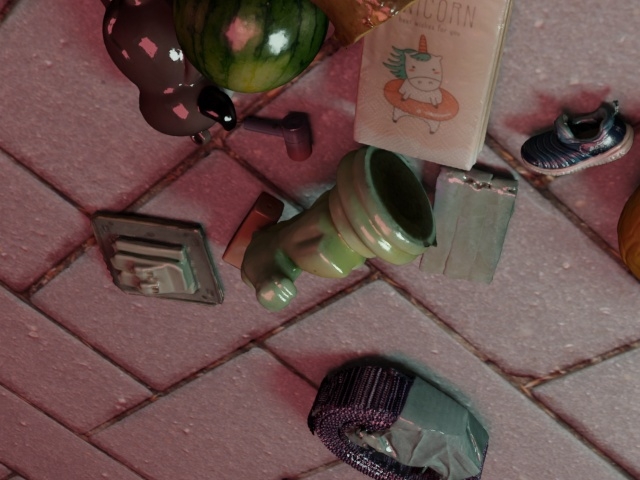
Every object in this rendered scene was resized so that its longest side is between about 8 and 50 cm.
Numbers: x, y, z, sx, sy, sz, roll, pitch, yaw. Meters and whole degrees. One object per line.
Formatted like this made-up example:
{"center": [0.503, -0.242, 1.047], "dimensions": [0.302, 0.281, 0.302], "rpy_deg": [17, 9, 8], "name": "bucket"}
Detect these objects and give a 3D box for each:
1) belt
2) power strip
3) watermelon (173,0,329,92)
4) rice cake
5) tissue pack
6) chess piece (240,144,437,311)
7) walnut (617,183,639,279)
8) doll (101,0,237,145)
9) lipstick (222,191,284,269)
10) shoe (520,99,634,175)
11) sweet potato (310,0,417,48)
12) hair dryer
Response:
{"center": [0.143, 0.340, 1.942], "dimensions": [0.325, 0.122, 0.260], "rpy_deg": [34, 143, -15], "name": "belt"}
{"center": [-0.279, 0.046, 1.845], "dimensions": [0.213, 0.064, 0.198], "rpy_deg": [5, 139, 17], "name": "power strip"}
{"center": [-0.078, -0.280, 1.305], "dimensions": [0.188, 0.188, 0.214], "rpy_deg": [17, 121, 6], "name": "watermelon"}
{"center": [0.208, -0.023, 1.573], "dimensions": [0.124, 0.038, 0.211], "rpy_deg": [12, 139, 12], "name": "rice cake"}
{"center": [0.135, -0.236, 1.342], "dimensions": [0.170, 0.071, 0.325], "rpy_deg": [17, 140, 11], "name": "tissue pack"}
{"center": [0.000, 0.000, 1.550], "dimensions": [0.298, 0.175, 0.176], "rpy_deg": [-29, 119, 30], "name": "chess piece"}
{"center": [0.459, -0.025, 1.372], "dimensions": [0.159, 0.159, 0.206], "rpy_deg": [29, 133, -9], "name": "walnut"}
{"center": [-0.204, -0.236, 1.456], "dimensions": [0.182, 0.117, 0.257], "rpy_deg": [10, 140, 47], "name": "doll"}
{"center": [-0.104, -0.013, 1.716], "dimensions": [0.045, 0.045, 0.145], "rpy_deg": [27, 140, -8], "name": "lipstick"}
{"center": [0.315, -0.128, 1.389], "dimensions": [0.143, 0.064, 0.071], "rpy_deg": [-12, 130, 31], "name": "shoe"}
{"center": [-0.035, -0.358, 1.168], "dimensions": [0.337, 0.131, 0.131], "rpy_deg": [45, 135, -15], "name": "sweet potato"}
{"center": [-0.068, -0.152, 1.559], "dimensions": [0.114, 0.037, 0.063], "rpy_deg": [14, 141, 21], "name": "hair dryer"}
